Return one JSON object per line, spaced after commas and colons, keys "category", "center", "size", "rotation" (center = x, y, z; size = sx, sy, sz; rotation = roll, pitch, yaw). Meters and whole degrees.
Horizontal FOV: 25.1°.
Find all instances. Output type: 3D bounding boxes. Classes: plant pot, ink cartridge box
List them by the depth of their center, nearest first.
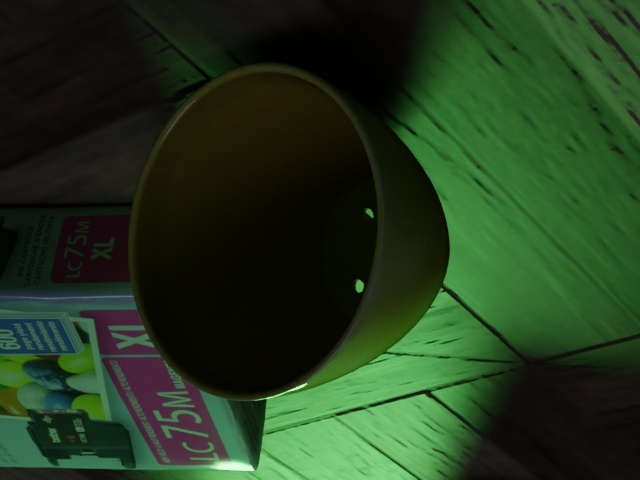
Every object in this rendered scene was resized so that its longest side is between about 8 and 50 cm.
{"category": "plant pot", "center": [0.000, 0.000, 0.603], "size": [0.134, 0.134, 0.095], "rotation": [-22, 162, 35]}
{"category": "ink cartridge box", "center": [-0.196, 0.057, 0.763], "size": [0.311, 0.065, 0.186], "rotation": [1, 145, 11]}
